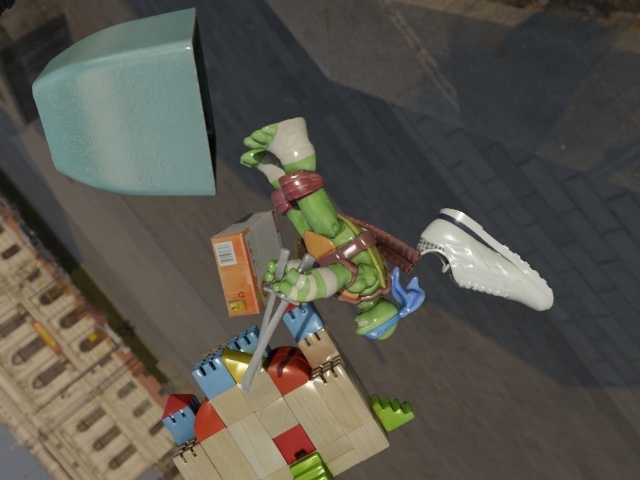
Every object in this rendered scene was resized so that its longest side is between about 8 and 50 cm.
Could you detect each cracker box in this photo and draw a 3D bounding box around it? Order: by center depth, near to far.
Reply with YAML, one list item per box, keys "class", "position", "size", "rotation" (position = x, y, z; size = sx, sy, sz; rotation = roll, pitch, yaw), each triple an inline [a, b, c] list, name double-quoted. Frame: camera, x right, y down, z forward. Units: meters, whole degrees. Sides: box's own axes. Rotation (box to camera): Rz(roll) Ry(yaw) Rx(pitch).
- class: "cracker box"
  position: [-0.131, 0.038, 1.306]
  size: [0.232, 0.067, 0.155]
  rotation: [-46, -54, -72]

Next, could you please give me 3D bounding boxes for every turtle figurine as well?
- class: "turtle figurine"
  position: [-0.043, 0.018, 0.759]
  size: [0.266, 0.275, 0.198]
  rotation: [68, -161, 4]

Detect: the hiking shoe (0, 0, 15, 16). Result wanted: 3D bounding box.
- class: "hiking shoe"
  position: [-0.713, -0.442, 1.224]
  size: [0.113, 0.304, 0.132]
  rotation: [42, -155, -82]

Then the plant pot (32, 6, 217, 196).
- class: "plant pot"
  position: [-0.309, -0.217, 1.070]
  size: [0.248, 0.252, 0.247]
  rotation: [-106, 10, -58]

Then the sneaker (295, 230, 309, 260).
- class: "sneaker"
  position: [0.000, 0.000, 1.210]
  size: [0.064, 0.086, 0.192]
  rotation: [25, 129, 16]

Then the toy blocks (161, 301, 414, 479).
- class: "toy blocks"
  position: [-0.087, 0.253, 1.002]
  size: [0.260, 0.381, 0.191]
  rotation: [59, -176, -6]

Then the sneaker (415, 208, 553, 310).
- class: "sneaker"
  position: [0.264, 0.050, 1.068]
  size: [0.235, 0.094, 0.090]
  rotation: [36, 170, 3]
